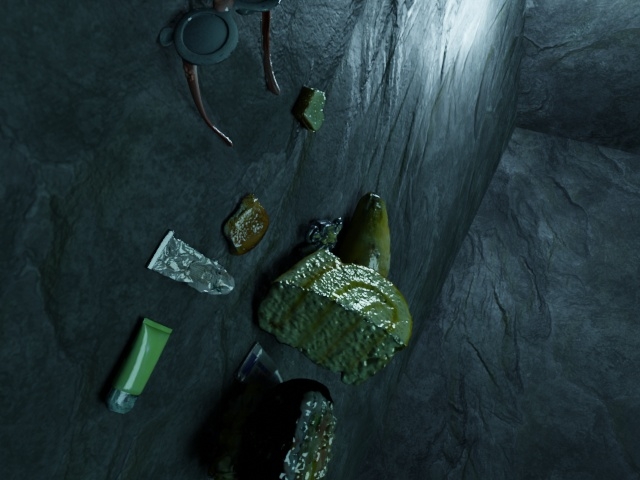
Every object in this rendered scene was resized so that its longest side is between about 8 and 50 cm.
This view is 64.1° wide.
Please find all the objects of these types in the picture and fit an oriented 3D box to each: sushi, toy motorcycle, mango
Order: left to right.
[{"bbox_3d":[-0.134,0.523,1.357,0.328,0.286,0.328,56,45,-56],"label":"sushi"},{"bbox_3d":[0.000,0.000,1.463,0.193,0.061,0.124,-20,134,-57],"label":"toy motorcycle"},{"bbox_3d":[0.144,0.012,1.657,0.176,0.176,0.329,135,-40,-76],"label":"mango"}]

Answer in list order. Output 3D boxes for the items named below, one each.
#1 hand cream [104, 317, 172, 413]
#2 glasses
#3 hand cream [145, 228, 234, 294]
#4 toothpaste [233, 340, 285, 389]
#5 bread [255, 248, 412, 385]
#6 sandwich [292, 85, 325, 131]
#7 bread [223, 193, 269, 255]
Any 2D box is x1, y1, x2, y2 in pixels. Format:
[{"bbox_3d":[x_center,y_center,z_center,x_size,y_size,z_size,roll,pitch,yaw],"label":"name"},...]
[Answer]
[{"bbox_3d":[-0.349,0.239,0.975,0.174,0.046,0.095,-69,154,-16],"label":"hand cream"},{"bbox_3d":[-0.165,-0.321,0.926,0.234,0.118,0.268,-58,172,-26],"label":"glasses"},{"bbox_3d":[-0.246,0.064,1.044,0.084,0.050,0.257,-61,151,-10],"label":"hand cream"},{"bbox_3d":[-0.157,0.399,1.463,0.282,0.069,0.099,61,23,-47],"label":"toothpaste"},{"bbox_3d":[0.037,0.176,1.408,0.239,0.395,0.264,-50,-168,36],"label":"bread"},{"bbox_3d":[-0.020,-0.311,1.214,0.093,0.036,0.105,-64,155,-12],"label":"sandwich"},{"bbox_3d":[-0.161,-0.029,1.144,0.129,0.044,0.126,-53,149,-25],"label":"bread"}]
